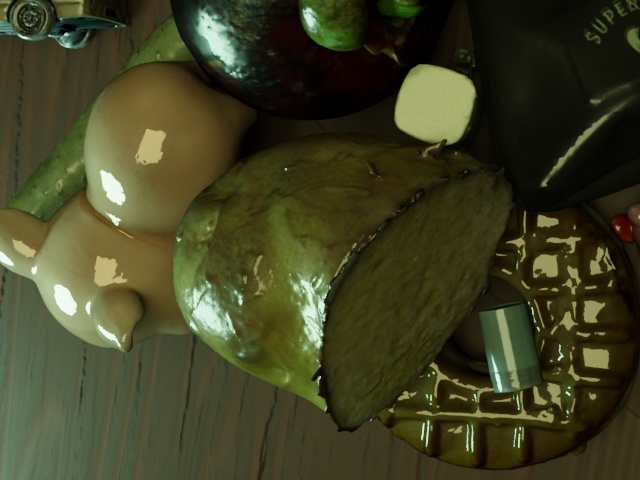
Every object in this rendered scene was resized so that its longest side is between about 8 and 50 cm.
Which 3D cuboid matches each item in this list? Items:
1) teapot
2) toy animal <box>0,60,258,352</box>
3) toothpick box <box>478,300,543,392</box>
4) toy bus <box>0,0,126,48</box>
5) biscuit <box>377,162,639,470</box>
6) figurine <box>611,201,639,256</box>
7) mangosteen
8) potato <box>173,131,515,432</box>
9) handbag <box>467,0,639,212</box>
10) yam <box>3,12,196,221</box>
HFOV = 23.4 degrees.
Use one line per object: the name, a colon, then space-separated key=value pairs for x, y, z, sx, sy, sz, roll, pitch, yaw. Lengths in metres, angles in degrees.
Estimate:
teapot: x=0.127 y=-0.146 z=1.563 sx=0.077 sy=0.200 sz=0.107 roll=16 pitch=93 yaw=8
toy animal: x=-0.187 y=-0.031 z=1.641 sx=0.237 sy=0.269 sz=0.326 roll=37 pitch=145 yaw=28
toothpick box: x=0.190 y=0.106 z=1.544 sx=0.052 sy=0.052 sz=0.083 roll=-12 pitch=91 yaw=17
toy bus: x=-0.370 y=-0.295 z=1.720 sx=0.290 sy=0.139 sz=0.157 roll=0 pitch=92 yaw=15
biscuit: x=0.176 y=0.081 z=1.625 sx=0.332 sy=0.103 sz=0.332 roll=2 pitch=96 yaw=16
figurine: x=0.348 y=-0.017 z=1.582 sx=0.071 sy=0.083 sz=0.067 roll=-29 pitch=43 yaw=40
mangosteen: x=0.018 y=-0.264 z=1.513 sx=0.359 sy=0.306 sz=0.306 roll=16 pitch=101 yaw=41
potato: x=0.000 y=0.000 z=1.503 sx=0.237 sy=0.289 sz=0.301 roll=38 pitch=140 yaw=31
handbag: x=0.303 y=-0.212 z=1.517 sx=0.342 sy=0.152 sz=0.288 roll=-21 pitch=76 yaw=-2
yam: x=-0.227 y=-0.134 z=1.728 sx=0.371 sy=0.083 sz=0.083 roll=-44 pitch=84 yaw=17
